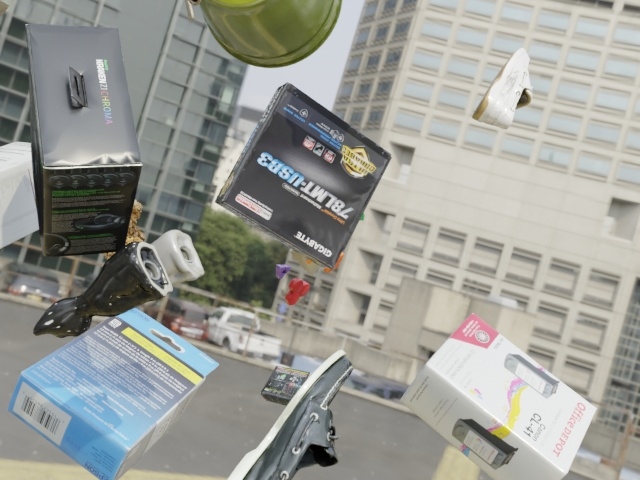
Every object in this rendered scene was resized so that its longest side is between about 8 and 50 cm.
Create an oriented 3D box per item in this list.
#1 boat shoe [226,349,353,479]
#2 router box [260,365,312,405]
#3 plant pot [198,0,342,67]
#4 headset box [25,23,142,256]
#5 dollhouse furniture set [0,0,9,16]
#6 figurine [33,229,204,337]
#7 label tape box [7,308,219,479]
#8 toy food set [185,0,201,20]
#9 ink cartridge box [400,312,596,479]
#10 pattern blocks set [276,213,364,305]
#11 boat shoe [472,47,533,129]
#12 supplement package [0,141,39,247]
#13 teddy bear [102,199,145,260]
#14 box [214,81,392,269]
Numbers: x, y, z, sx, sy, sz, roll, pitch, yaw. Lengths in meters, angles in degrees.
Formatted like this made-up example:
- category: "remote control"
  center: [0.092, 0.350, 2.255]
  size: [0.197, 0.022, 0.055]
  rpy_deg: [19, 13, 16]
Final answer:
- category: "boat shoe"
  center: [-0.029, 0.316, 1.037]
  size: [0.113, 0.340, 0.127]
  rpy_deg: [33, -38, 14]
- category: "router box"
  center: [-0.084, 0.383, 1.790]
  size: [0.122, 0.092, 0.038]
  rpy_deg: [4, -41, 36]
- category: "plant pot"
  center: [-0.148, -0.610, 1.565]
  size: [0.366, 0.367, 0.353]
  rpy_deg: [16, 7, 6]
- category: "headset box"
  center: [-0.362, -0.147, 1.029]
  size: [0.131, 0.246, 0.283]
  rpy_deg: [-5, -24, -24]
- category: "dollhouse furniture set"
  center: [-0.891, -0.648, 1.697]
  size: [0.262, 0.259, 0.135]
  rpy_deg: [43, 6, 4]
- category: "figurine"
  center: [-0.312, 0.074, 1.066]
  size: [0.209, 0.092, 0.215]
  rpy_deg: [-28, 2, 14]
- category: "label tape box"
  center: [-0.400, 0.293, 1.379]
  size: [0.249, 0.115, 0.347]
  rpy_deg: [32, 23, 9]
- category: "toy food set"
  center: [-0.257, -0.529, 1.342]
  size: [0.038, 0.132, 0.192]
  rpy_deg: [-9, -14, -28]
- category: "ink cartridge box"
  center: [0.346, 0.318, 1.326]
  size: [0.306, 0.131, 0.226]
  rpy_deg: [37, 39, 17]
- category: "pattern blocks set"
  center: [0.000, 0.000, 1.832]
  size: [0.026, 0.325, 0.285]
  rpy_deg: [33, -26, 31]
- category: "boat shoe"
  center: [0.427, -0.332, 1.534]
  size: [0.096, 0.277, 0.098]
  rpy_deg: [33, -37, 4]
- category: "supplement package"
  center: [-0.590, -0.085, 1.266]
  size: [0.133, 0.139, 0.244]
  rpy_deg: [8, 24, 21]
- category: "teddy bear"
  center: [-0.575, 0.008, 1.933]
  size: [0.245, 0.338, 0.113]
  rpy_deg: [30, 33, 24]
- category: "box"
  center: [-0.031, -0.134, 1.472]
  size: [0.295, 0.293, 0.073]
  rpy_deg: [32, -13, -22]
